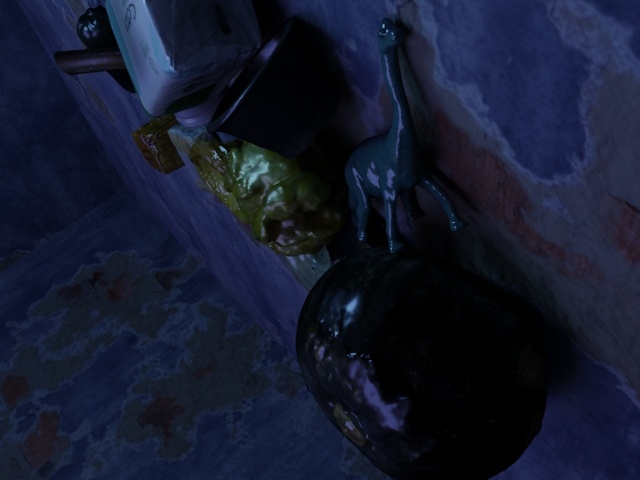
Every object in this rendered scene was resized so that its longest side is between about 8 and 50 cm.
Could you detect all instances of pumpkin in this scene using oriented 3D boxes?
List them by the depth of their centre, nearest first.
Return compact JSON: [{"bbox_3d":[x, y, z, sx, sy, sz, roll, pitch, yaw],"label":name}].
[{"bbox_3d":[0.167,0.214,1.136,0.454,0.344,0.454,39,156,21],"label":"pumpkin"}]

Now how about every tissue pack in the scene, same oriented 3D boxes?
[{"bbox_3d":[-0.262,-0.395,1.189,0.356,0.194,0.266,-8,103,69],"label":"tissue pack"},{"bbox_3d":[-0.338,-0.238,1.921,0.186,0.090,0.222,27,150,49],"label":"tissue pack"}]

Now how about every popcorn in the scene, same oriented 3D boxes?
[{"bbox_3d":[-0.048,-0.086,1.265,0.250,0.235,0.241,48,-155,-55],"label":"popcorn"}]

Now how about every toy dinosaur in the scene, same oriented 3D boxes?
[{"bbox_3d":[0.083,-0.159,1.057,0.383,0.129,0.330,11,126,66],"label":"toy dinosaur"}]

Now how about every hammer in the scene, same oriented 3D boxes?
[{"bbox_3d":[-0.517,-0.453,1.660,0.409,0.095,0.242,3,139,28],"label":"hammer"}]

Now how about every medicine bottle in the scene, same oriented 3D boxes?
[{"bbox_3d":[-0.324,-0.385,1.481,0.133,0.133,0.249,36,165,42],"label":"medicine bottle"}]

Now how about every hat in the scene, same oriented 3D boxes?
[{"bbox_3d":[0.000,0.000,1.516,0.252,0.110,0.252,45,152,32],"label":"hat"}]

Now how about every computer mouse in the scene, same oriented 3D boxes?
[{"bbox_3d":[0.087,0.013,1.358,0.295,0.087,0.168,50,163,17],"label":"computer mouse"}]

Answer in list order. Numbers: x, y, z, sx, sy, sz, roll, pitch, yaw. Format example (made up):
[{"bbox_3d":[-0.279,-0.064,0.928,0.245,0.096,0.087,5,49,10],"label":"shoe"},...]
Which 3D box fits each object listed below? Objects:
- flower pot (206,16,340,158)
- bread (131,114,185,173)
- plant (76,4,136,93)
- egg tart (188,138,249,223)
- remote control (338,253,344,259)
[{"bbox_3d":[-0.065,-0.232,1.097,0.148,0.235,0.235,37,167,-18],"label":"flower pot"},{"bbox_3d":[-0.471,-0.303,2.024,0.149,0.158,0.143,27,146,55],"label":"bread"},{"bbox_3d":[-0.557,-0.530,1.817,0.164,0.142,0.256,37,169,39],"label":"plant"},{"bbox_3d":[-0.215,-0.168,1.710,0.294,0.123,0.294,43,164,16],"label":"egg tart"},{"bbox_3d":[-0.013,-0.035,1.619,0.212,0.028,0.059,46,158,17],"label":"remote control"}]
